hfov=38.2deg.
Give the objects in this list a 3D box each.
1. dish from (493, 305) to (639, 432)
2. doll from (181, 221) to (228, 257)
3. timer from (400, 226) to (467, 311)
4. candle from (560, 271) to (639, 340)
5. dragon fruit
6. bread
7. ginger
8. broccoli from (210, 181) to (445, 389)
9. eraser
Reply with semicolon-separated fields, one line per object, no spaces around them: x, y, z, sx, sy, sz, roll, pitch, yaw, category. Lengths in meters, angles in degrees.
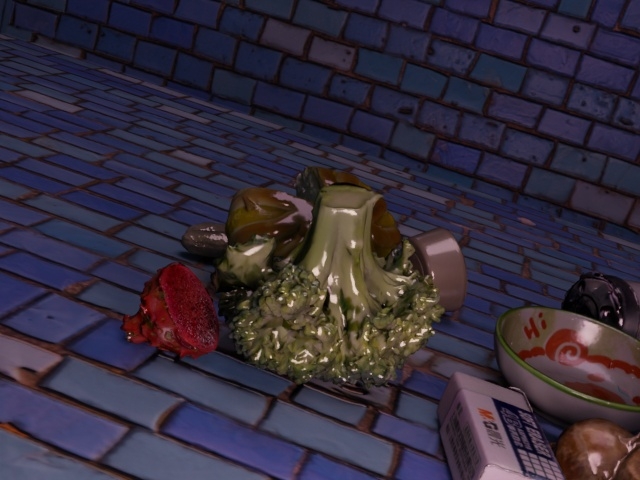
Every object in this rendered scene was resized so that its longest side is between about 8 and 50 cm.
0.440;0.244;1.585;0.324;0.124;0.324;12;22;-5;dish
-0.132;-0.005;1.817;0.278;0.149;0.175;4;43;-4;doll
0.138;0.077;1.845;0.266;0.175;0.175;-9;24;-18;timer
0.669;0.174;1.943;0.330;0.187;0.187;9;18;-28;candle
-0.230;0.115;1.374;0.111;0.153;0.153;-21;6;17;dragon fruit
0.000;0.000;1.667;0.333;0.160;0.332;12;61;-22;bread
0.463;0.351;1.167;0.256;0.176;0.375;-5;22;-11;ginger
0.007;0.088;1.411;0.339;0.317;0.277;-20;29;4;broccoli
0.245;0.289;1.279;0.130;0.086;0.287;18;15;-4;eraser
